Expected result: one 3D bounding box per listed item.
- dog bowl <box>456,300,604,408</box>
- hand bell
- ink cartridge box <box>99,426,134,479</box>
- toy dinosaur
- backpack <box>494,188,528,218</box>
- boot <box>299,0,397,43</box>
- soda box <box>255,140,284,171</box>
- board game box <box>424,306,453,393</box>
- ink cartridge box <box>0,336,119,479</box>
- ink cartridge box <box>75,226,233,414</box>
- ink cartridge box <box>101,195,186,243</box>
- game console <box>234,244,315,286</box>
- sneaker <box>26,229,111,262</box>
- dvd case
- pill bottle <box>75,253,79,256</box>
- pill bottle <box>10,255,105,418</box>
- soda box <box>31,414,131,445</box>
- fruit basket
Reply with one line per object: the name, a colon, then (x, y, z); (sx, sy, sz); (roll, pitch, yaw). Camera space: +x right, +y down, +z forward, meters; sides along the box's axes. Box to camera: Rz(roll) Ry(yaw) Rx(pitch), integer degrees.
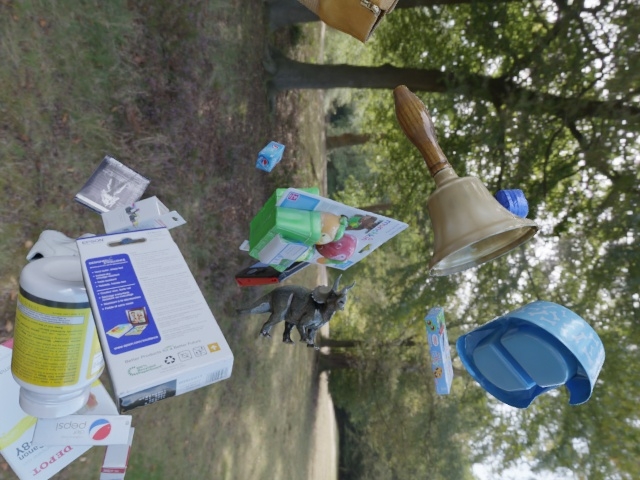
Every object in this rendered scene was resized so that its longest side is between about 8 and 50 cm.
dog bowl: (0.358, 0.199, 0.750); (0.166, 0.074, 0.297); (51, -23, 14)
hand bell: (0.143, -0.092, 0.515); (0.126, 0.126, 0.241); (78, -6, -69)
ink cartridge box: (-0.657, 0.700, 1.374); (0.127, 0.073, 0.175); (-102, -149, -48)
toy dinosaur: (-0.059, 0.172, 1.052); (0.121, 0.314, 0.160); (44, 53, -52)
backpack: (0.488, -0.074, 1.139); (0.120, 0.101, 0.097); (102, -17, -55)
boot: (0.088, -0.582, 0.871); (0.295, 0.211, 0.104); (-61, 179, 28)
soda box: (-0.224, -0.380, 1.927); (0.210, 0.067, 0.071); (-68, 177, -62)
board game box: (0.345, 0.312, 1.240); (0.160, 0.039, 0.211); (-5, 87, -69)
ink cartridge box: (-0.795, 0.450, 1.233); (0.160, 0.279, 0.384); (-17, -76, 57)
ink cartridge box: (-0.309, 0.112, 0.763); (0.371, 0.176, 0.069); (51, -42, 37)
ink cartridge box: (-0.468, -0.059, 1.149); (0.104, 0.182, 0.061); (90, -20, -74)
game console: (-0.105, 0.063, 1.602); (0.342, 0.387, 0.060); (-14, -77, 54)
sneaker: (-0.813, 0.048, 1.405); (0.129, 0.298, 0.110); (-75, 162, -44)
dvd case: (-0.690, -0.170, 1.436); (0.018, 0.165, 0.221); (-34, -147, 41)
pill bottle: (-0.560, 0.096, 1.142); (0.152, 0.272, 0.152); (175, -90, -82)
pill bottle: (-0.579, 0.217, 0.965); (0.188, 0.188, 0.333); (-73, 180, -76)
soda box: (-0.612, 0.490, 1.107); (0.069, 0.216, 0.073); (-35, -131, 54)
fruit basket: (0.000, 0.000, 1.152); (0.327, 0.353, 0.165); (-40, -142, 49)
